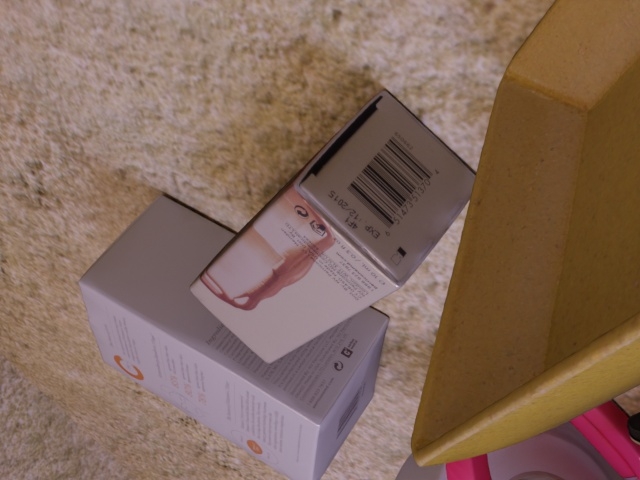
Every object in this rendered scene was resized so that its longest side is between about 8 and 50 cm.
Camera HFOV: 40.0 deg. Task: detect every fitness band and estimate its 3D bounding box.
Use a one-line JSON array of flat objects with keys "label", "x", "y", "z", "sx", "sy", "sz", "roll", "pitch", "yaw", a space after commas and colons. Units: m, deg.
[{"label": "fitness band", "x": 0.247, "y": 0.253, "z": 0.882, "sx": 0.291, "sy": 0.209, "sz": 0.054, "roll": 45, "pitch": 149, "yaw": -10}]

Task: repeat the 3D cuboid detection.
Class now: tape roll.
[{"label": "tape roll", "x": 0.212, "y": 0.328, "z": 0.949, "sx": 0.286, "sy": 0.286, "sz": 0.100, "roll": 42, "pitch": 149, "yaw": -6}]

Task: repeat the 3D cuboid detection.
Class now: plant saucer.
[{"label": "plant saucer", "x": 0.176, "y": -0.055, "z": 0.468, "sx": 0.081, "sy": 0.332, "sz": 0.332, "roll": 23, "pitch": 149, "yaw": -7}]

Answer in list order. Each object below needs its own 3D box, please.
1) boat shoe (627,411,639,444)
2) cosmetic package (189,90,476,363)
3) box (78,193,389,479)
[{"label": "boat shoe", "x": 0.349, "y": 0.168, "z": 0.823, "sx": 0.133, "sy": 0.049, "sz": 0.042, "roll": -12, "pitch": 127, "yaw": 43}, {"label": "cosmetic package", "x": 0.000, "y": 0.000, "z": 0.866, "sx": 0.129, "sy": 0.153, "sz": 0.296, "roll": 43, "pitch": 147, "yaw": -5}, {"label": "box", "x": -0.109, "y": 0.131, "z": 1.127, "sx": 0.345, "sy": 0.168, "sz": 0.215, "roll": 28, "pitch": 148, "yaw": 15}]
